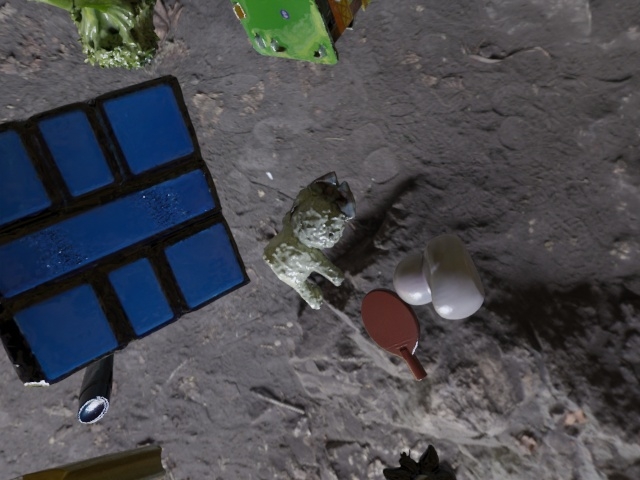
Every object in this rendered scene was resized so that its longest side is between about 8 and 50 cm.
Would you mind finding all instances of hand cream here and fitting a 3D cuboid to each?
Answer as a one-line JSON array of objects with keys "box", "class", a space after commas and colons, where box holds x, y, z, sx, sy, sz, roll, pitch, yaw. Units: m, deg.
[{"box": [-0.538, 0.315, 1.290, 0.061, 0.270, 0.120, 32, 103, -29], "class": "hand cream"}]

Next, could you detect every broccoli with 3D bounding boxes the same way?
[{"box": [-0.528, -0.554, 1.264, 0.275, 0.397, 0.353, -28, 134, 18], "class": "broccoli"}]

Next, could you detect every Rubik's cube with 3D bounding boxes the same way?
[{"box": [-0.306, -0.028, 0.693, 0.288, 0.293, 0.283, -27, 108, -25], "class": "Rubik's cube"}]

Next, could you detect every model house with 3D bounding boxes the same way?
[{"box": [-0.043, -0.584, 1.035, 0.313, 0.242, 0.358, -61, 145, -18], "class": "model house"}]

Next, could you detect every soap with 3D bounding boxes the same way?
[{"box": [-0.417, 0.430, 0.958, 0.232, 0.140, 0.073, 7, 61, -50], "class": "soap"}]

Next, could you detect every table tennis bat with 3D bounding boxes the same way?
[{"box": [0.234, 0.290, 1.651, 0.038, 0.200, 0.310, -28, 87, -45], "class": "table tennis bat"}]

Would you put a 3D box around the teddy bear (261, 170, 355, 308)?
[{"box": [0.000, 0.000, 1.760, 0.362, 0.327, 0.375, -42, 146, 2], "class": "teddy bear"}]

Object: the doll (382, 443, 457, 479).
[{"box": [0.179, 0.396, 0.757, 0.091, 0.067, 0.219, -33, 78, 6], "class": "doll"}]

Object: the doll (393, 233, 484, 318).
[{"box": [0.282, 0.098, 1.326, 0.221, 0.251, 0.221, 0, 122, 0], "class": "doll"}]
